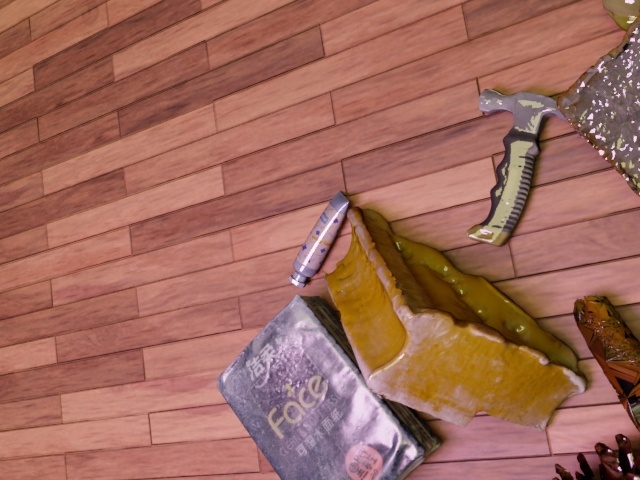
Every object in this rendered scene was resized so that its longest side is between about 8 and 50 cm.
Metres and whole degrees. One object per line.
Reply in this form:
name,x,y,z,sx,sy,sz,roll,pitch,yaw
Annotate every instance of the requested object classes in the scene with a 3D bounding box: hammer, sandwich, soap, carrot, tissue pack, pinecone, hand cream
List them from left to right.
hand cream,0.000,0.000,1.129,0.171,0.043,0.065,-60,21,11
tissue pack,0.002,0.271,1.071,0.228,0.103,0.316,-48,66,16
soap,0.183,0.109,1.019,0.169,0.304,0.339,-59,22,19
hammer,0.280,-0.101,0.979,0.158,0.041,0.227,20,95,31
carrot,0.384,0.161,0.836,0.069,0.069,0.229,-41,37,21
pinecone,0.372,0.327,0.809,0.207,0.207,0.208,-3,84,30
sandwich,0.451,-0.185,0.779,0.271,0.099,0.301,60,138,33

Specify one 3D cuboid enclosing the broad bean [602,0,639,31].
broad bean,0.445,-0.353,0.881,0.124,0.082,0.175,41,106,23
